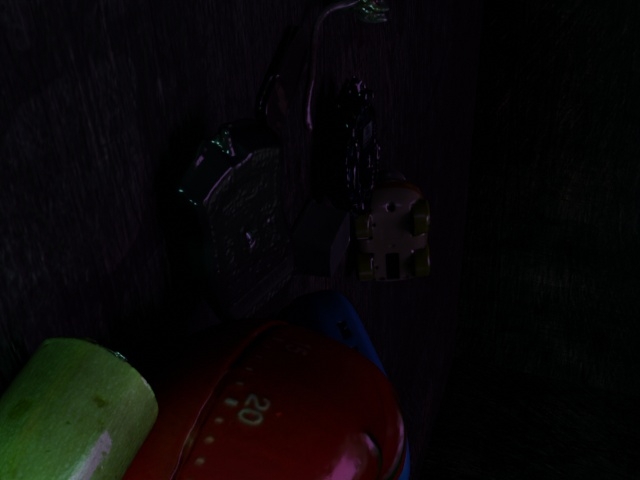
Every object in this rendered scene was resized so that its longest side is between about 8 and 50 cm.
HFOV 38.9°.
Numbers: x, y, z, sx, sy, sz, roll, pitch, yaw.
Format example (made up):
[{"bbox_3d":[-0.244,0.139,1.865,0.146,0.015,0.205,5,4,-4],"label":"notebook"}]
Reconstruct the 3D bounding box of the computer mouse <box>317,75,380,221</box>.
[{"bbox_3d":[0.041,-0.142,1.445,0.146,0.077,0.242,-50,143,-61],"label":"computer mouse"}]

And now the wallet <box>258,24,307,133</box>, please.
[{"bbox_3d":[-0.049,-0.206,1.192,0.082,0.018,0.157,82,24,-57],"label":"wallet"}]

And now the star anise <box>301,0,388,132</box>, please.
[{"bbox_3d":[0.003,-0.293,1.280,0.227,0.218,0.148,-36,-178,-21],"label":"star anise"}]

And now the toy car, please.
[{"bbox_3d":[0.133,-0.051,1.784,0.235,0.145,0.235,-4,90,-88],"label":"toy car"}]

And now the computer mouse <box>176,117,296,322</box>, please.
[{"bbox_3d":[-0.102,-0.019,0.999,0.147,0.088,0.264,-42,144,-39],"label":"computer mouse"}]

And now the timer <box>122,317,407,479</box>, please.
[{"bbox_3d":[-0.077,0.268,0.923,0.378,0.279,0.378,14,90,-75],"label":"timer"}]

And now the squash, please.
[{"bbox_3d":[-0.214,0.176,0.686,0.123,0.123,0.187,84,27,-47],"label":"squash"}]

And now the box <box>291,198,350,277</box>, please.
[{"bbox_3d":[0.000,0.000,1.408,0.122,0.069,0.084,-63,156,-45],"label":"box"}]

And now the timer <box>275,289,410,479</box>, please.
[{"bbox_3d":[0.017,0.256,1.279,0.340,0.115,0.309,97,-26,-49],"label":"timer"}]
